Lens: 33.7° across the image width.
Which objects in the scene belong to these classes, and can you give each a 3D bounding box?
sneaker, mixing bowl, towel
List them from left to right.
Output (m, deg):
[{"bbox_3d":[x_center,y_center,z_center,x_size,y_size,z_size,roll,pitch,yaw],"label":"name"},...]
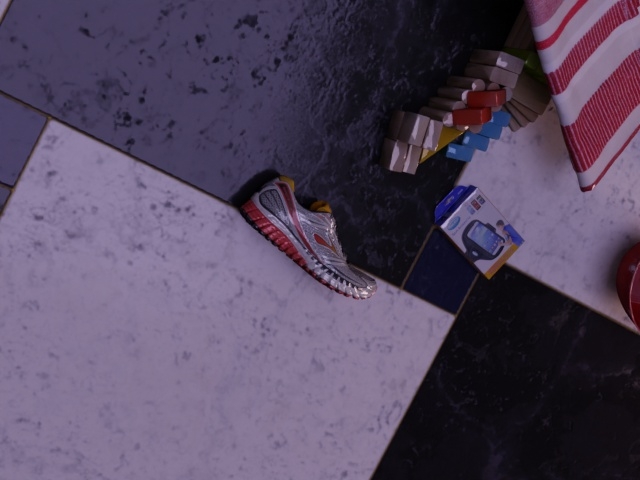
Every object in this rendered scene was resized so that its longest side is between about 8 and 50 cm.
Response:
[{"bbox_3d":[0.000,0.000,1.442,0.225,0.088,0.092,42,86,-23],"label":"sneaker"},{"bbox_3d":[0.385,-0.264,1.463,0.237,0.037,0.329,-45,126,-31],"label":"towel"},{"bbox_3d":[0.527,0.063,1.631,0.181,0.098,0.181,-4,104,-17],"label":"mixing bowl"}]

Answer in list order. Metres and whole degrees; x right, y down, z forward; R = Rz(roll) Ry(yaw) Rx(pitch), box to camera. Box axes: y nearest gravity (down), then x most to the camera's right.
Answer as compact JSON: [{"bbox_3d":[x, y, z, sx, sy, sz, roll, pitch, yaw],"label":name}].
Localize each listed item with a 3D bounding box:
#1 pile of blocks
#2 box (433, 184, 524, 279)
[{"bbox_3d":[0.249,-0.194,1.468,0.362,0.112,0.149,-40,112,-6],"label":"pile of blocks"},{"bbox_3d":[0.229,-0.017,1.549,0.081,0.028,0.136,-47,114,-3],"label":"box"}]
